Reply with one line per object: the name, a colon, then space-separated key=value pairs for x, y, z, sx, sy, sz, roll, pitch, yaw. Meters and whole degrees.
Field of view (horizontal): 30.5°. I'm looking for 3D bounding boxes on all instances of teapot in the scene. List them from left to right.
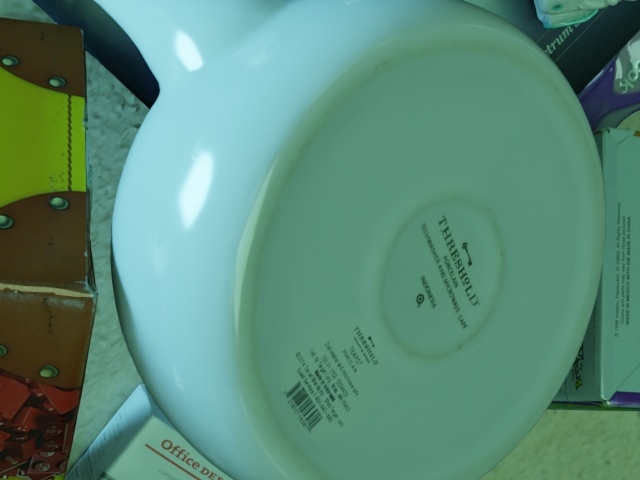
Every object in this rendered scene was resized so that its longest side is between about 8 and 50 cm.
teapot: x=0.000 y=0.000 z=0.564 sx=0.252 sy=0.187 sz=0.256 roll=6 pitch=98 yaw=-38

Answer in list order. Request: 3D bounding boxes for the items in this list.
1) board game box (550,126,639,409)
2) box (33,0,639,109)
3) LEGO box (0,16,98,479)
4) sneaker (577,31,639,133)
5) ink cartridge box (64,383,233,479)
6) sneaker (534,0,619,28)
board game box: x=0.166 y=0.034 z=0.735 sx=0.142 sy=0.275 sz=0.144 roll=5 pitch=82 yaw=-17
box: x=0.010 y=-0.173 z=0.703 sx=0.294 sy=0.183 sz=0.296 roll=42 pitch=91 yaw=-20
LEGO box: x=-0.384 y=0.065 z=0.579 sx=0.500 sy=0.193 sz=0.372 roll=5 pitch=133 yaw=-16
sneaker: x=0.226 y=-0.152 z=0.820 sx=0.236 sy=0.095 sz=0.104 roll=-45 pitch=118 yaw=6
ink cartridge box: x=-0.116 y=0.178 z=0.830 sx=0.104 sy=0.060 sz=0.180 roll=37 pitch=93 yaw=-22
sneaker: x=0.154 y=-0.150 z=0.621 sx=0.212 sy=0.080 sz=0.094 roll=16 pitch=111 yaw=-14
